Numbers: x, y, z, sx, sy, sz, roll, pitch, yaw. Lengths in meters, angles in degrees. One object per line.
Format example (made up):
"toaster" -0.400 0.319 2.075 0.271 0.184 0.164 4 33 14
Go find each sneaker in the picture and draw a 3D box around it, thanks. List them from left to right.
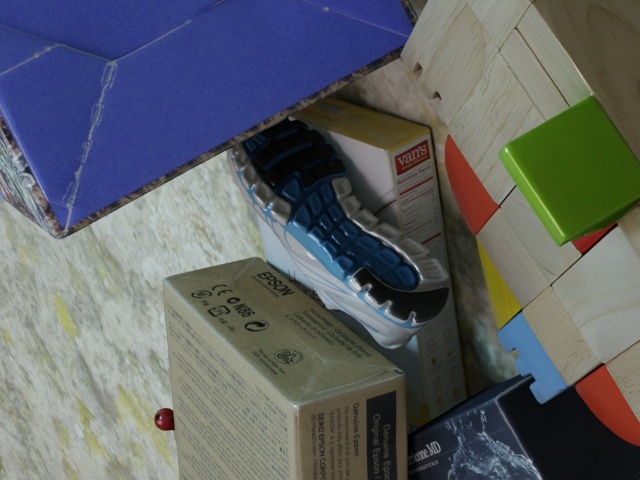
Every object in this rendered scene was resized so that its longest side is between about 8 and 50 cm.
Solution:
"sneaker" 0.000 0.000 1.008 0.191 0.071 0.083 49 151 17

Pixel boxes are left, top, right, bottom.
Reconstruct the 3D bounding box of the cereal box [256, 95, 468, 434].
"cereal box" 0.023 0.015 1.097 0.173 0.047 0.240 22 132 48

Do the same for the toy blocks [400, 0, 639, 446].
"toy blocks" 0.158 -0.004 0.766 0.381 0.190 0.261 58 163 11

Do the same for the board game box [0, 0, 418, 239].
"board game box" -0.109 -0.127 0.924 0.141 0.232 0.291 64 167 -13

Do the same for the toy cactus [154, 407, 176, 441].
"toy cactus" -0.102 0.223 1.425 0.219 0.112 0.180 57 173 -30

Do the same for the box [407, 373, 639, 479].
"box" 0.146 0.166 0.978 0.158 0.093 0.156 61 151 6

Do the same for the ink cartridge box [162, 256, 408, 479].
"ink cartridge box" -0.027 0.143 1.086 0.234 0.088 0.193 36 135 55
